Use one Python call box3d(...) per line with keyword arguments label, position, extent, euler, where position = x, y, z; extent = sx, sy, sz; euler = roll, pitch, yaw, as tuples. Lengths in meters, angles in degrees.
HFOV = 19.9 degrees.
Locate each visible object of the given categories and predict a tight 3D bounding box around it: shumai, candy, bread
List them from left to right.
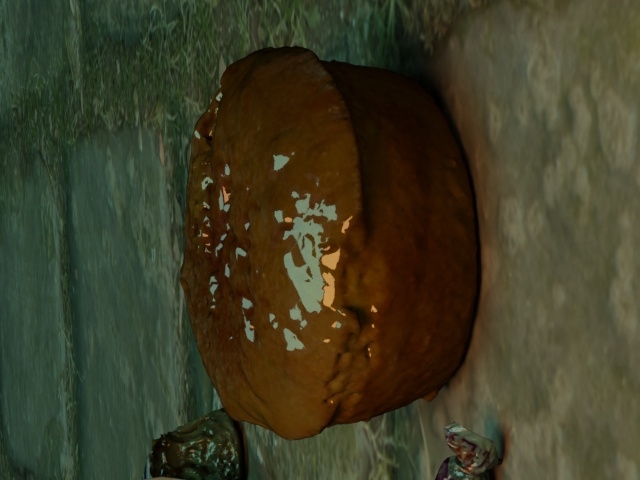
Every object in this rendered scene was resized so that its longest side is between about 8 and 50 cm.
box3d(label="shumai", position=(-0.134, 0.229, 1.887), extent=(0.124, 0.087, 0.099), euler=(123, 139, -60))
box3d(label="bread", position=(-0.002, -0.002, 1.391), extent=(0.312, 0.172, 0.312), euler=(178, 90, -65))
box3d(label="candy", position=(0.096, 0.201, 1.316), extent=(0.043, 0.045, 0.175), euler=(-97, 15, -60))

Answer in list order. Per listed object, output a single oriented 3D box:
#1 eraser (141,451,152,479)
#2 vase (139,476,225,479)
box3d(label="eraser", position=(-0.166, 0.341, 2.019), extent=(0.210, 0.068, 0.124), euler=(107, 151, -45))
box3d(label="vase", position=(-0.110, 0.431, 1.662), extent=(0.250, 0.250, 0.445), euler=(109, 155, -45))
